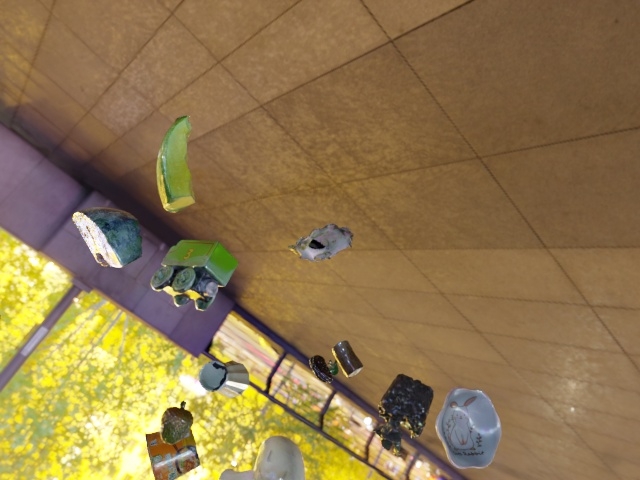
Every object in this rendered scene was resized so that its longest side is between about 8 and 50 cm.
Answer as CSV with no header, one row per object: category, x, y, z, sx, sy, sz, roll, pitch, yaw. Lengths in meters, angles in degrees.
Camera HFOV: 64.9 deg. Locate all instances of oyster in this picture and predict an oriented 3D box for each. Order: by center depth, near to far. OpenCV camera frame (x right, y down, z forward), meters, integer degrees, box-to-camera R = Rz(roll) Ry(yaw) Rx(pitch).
oyster,0.009,0.003,1.614,0.133,0.072,0.209,36,122,-24

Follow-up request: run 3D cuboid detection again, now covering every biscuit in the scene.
biscuit,0.003,0.377,1.482,0.087,0.027,0.089,46,-165,-12

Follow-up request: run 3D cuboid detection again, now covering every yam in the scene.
yam,0.105,0.455,1.937,0.127,0.084,0.084,59,168,23

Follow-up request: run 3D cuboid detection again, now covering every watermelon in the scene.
watermelon,-0.651,-0.001,1.608,0.318,0.148,0.226,34,132,33

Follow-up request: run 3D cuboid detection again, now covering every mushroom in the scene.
mushroom,-0.173,0.912,1.910,0.315,0.315,0.356,38,138,-16

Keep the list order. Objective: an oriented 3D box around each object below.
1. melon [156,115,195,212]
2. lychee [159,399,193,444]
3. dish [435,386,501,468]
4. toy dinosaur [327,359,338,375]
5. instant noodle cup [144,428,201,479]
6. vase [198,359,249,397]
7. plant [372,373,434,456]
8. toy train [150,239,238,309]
melon,-0.500,-0.270,1.728,0.124,0.323,0.196,-3,173,-16
lychee,-0.491,0.617,1.713,0.114,0.146,0.114,17,155,8
dish,0.403,0.532,1.435,0.229,0.229,0.081,37,153,-12
toy dinosaur,0.053,0.516,2.051,0.060,0.120,0.029,44,144,4
instant noodle cup,-0.597,0.863,2.050,0.230,0.182,0.230,165,90,-70
vase,-0.398,0.569,2.078,0.165,0.165,0.360,28,167,11
plant,0.224,0.477,1.379,0.131,0.203,0.142,25,160,24
toy train,-0.486,0.121,1.913,0.307,0.248,0.173,1,144,37
